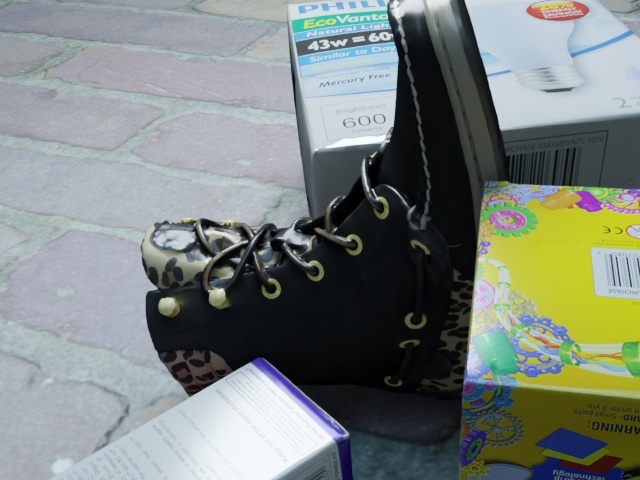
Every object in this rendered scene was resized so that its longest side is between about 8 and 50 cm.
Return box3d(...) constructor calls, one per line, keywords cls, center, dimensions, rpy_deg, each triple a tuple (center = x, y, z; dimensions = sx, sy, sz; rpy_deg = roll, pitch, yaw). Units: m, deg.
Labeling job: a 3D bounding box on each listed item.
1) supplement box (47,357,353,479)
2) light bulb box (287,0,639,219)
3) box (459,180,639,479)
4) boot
box3d(cls="supplement box", center=(-0.094, 0.199, 0.559), dimensions=(0.220, 0.111, 0.114), rpy_deg=(-28, 41, -29))
box3d(cls="light bulb box", center=(0.155, -0.110, 0.865), dimensions=(0.357, 0.225, 0.361), rpy_deg=(-7, 36, -3))
box3d(cls="box", center=(0.231, 0.133, 0.464), dimensions=(0.289, 0.279, 0.177), rpy_deg=(3, 37, 13))
box3d(cls="boot", center=(0.000, 0.000, 0.617), dimensions=(0.284, 0.377, 0.138), rpy_deg=(-5, 44, 9))
